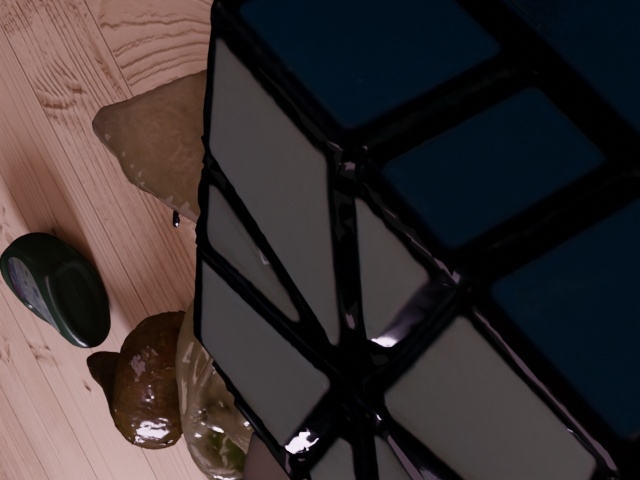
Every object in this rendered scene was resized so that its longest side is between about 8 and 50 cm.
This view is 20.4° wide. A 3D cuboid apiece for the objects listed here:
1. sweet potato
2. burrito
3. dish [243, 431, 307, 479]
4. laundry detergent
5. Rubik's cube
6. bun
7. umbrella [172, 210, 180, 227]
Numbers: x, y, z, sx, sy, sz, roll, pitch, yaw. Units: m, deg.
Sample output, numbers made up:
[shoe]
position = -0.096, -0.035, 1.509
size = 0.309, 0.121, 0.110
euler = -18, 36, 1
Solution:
[sweet potato]
position = -0.174, 0.150, 1.804
size = 0.310, 0.098, 0.124
euler = 146, 117, -68
[burrito]
position = -0.001, -0.001, 1.246
size = 0.332, 0.190, 0.135
euler = 50, 117, 18
[dish]
position = 0.059, 0.235, 1.202
size = 0.273, 0.134, 0.273
euler = 21, 174, 2
[laundry detergent]
position = -0.311, 0.051, 2.009
size = 0.211, 0.063, 0.137
euler = 17, 137, 58
[Rubik's cube]
position = 0.128, 0.014, 0.836
size = 0.288, 0.283, 0.293
euler = 50, 157, 23
[bun]
position = -0.032, 0.135, 1.434
size = 0.259, 0.160, 0.259
euler = 49, 155, 33
[umbrella]
position = -0.099, -0.097, 1.479
size = 0.269, 0.044, 0.044
euler = 115, 161, -53
